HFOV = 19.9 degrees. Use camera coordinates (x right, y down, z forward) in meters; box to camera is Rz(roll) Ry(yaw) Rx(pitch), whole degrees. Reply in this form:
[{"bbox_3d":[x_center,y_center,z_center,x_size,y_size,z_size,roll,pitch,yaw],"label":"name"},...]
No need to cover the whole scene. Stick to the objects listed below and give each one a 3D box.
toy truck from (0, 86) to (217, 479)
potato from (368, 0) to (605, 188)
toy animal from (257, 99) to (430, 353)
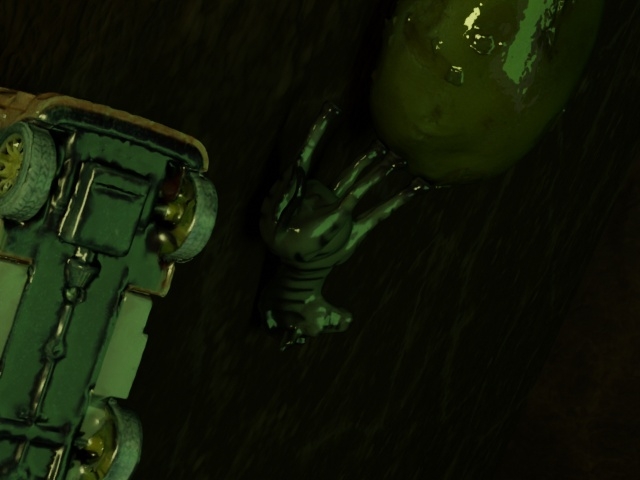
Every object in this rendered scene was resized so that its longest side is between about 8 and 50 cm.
[{"bbox_3d":[-0.153,0.053,0.865,0.108,0.140,0.257,16,94,-35],"label":"toy truck"},{"bbox_3d":[0.132,-0.156,1.423,0.186,0.148,0.253,-45,155,-55],"label":"potato"},{"bbox_3d":[-0.004,-0.003,1.377,0.176,0.073,0.217,-49,160,0],"label":"toy animal"}]
